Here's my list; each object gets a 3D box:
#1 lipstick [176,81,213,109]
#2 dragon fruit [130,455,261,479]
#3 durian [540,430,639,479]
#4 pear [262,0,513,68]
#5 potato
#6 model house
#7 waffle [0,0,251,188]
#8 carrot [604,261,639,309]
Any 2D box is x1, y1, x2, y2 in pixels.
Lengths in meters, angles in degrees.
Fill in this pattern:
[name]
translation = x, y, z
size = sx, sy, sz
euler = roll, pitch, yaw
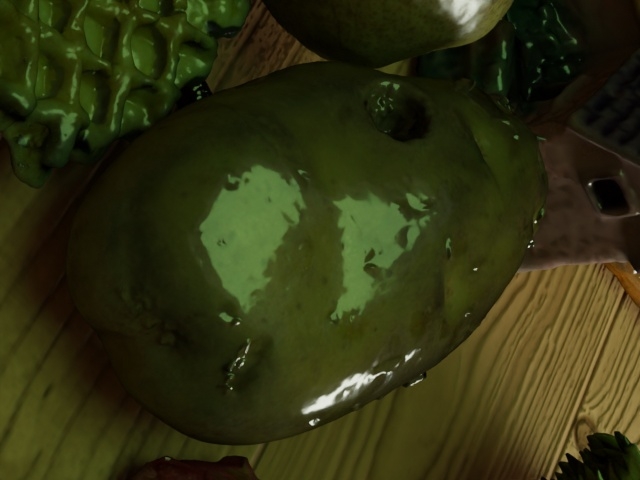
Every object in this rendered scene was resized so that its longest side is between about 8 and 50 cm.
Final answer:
[lipstick]
translation = -0.051, -0.040, 0.984
size = 0.027, 0.027, 0.176
euler = -47, 117, -40
[dragon fruit]
translation = -0.056, 0.202, 0.874
size = 0.274, 0.126, 0.161
euler = -33, 110, -45
[durian]
translation = 0.233, 0.277, 1.123
size = 0.163, 0.198, 0.394
euler = -42, 117, -43
[pear]
translation = 0.042, -0.223, 0.969
size = 0.211, 0.188, 0.228
euler = 87, 20, -47
[potato]
translation = 0.000, 0.000, 0.923
size = 0.296, 0.141, 0.191
euler = -20, 102, -27
[model house]
translation = 0.224, -0.113, 1.133
size = 0.237, 0.237, 0.202
euler = -39, 115, -42
[waffle]
translation = -0.133, -0.146, 0.863
size = 0.204, 0.054, 0.223
euler = -47, 124, -41
[carrot]
translation = 0.266, 0.045, 1.296
size = 0.209, 0.061, 0.061
euler = 46, 54, -29
